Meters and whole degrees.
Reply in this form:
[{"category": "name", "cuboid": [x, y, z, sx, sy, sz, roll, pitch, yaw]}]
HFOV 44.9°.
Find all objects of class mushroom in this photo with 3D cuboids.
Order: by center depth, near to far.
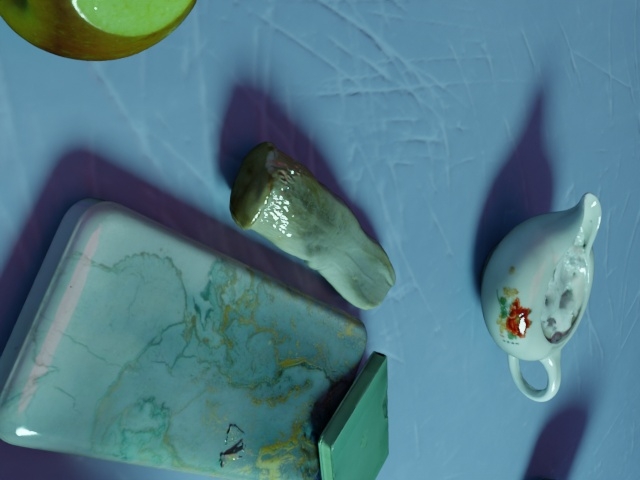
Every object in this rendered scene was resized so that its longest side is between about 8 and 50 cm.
[{"category": "mushroom", "cuboid": [0.002, -0.003, 0.564, 0.059, 0.054, 0.202, -59, 142, -6]}]

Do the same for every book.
[{"category": "book", "cuboid": [0.028, 0.171, 0.635, 0.103, 0.017, 0.135, -51, 148, -40]}]

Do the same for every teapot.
[{"category": "teapot", "cuboid": [0.214, 0.054, 0.768, 0.145, 0.092, 0.226, -20, 118, -38]}]

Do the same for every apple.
[{"category": "apple", "cuboid": [-0.111, -0.141, 0.359, 0.102, 0.099, 0.114, -26, 147, -31]}]

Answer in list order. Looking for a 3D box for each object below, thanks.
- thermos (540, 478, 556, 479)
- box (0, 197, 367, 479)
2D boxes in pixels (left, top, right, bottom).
[{"category": "thermos", "cuboid": [0.274, 0.442, 0.930, 0.176, 0.146, 0.265, 23, 92, -54]}, {"category": "box", "cuboid": [-0.072, 0.084, 0.518, 0.285, 0.044, 0.142, 30, 77, -47]}]
